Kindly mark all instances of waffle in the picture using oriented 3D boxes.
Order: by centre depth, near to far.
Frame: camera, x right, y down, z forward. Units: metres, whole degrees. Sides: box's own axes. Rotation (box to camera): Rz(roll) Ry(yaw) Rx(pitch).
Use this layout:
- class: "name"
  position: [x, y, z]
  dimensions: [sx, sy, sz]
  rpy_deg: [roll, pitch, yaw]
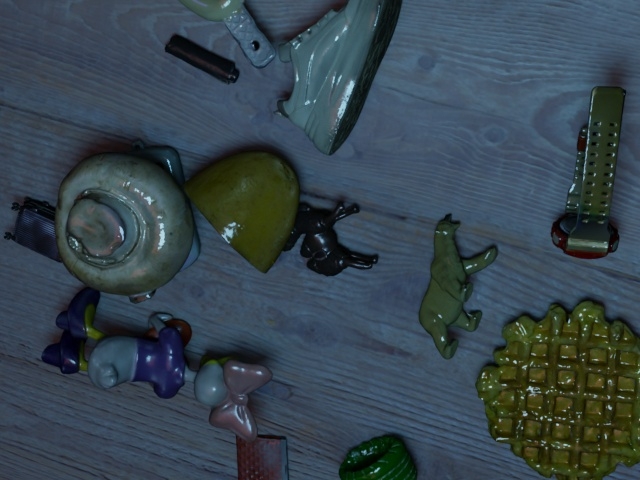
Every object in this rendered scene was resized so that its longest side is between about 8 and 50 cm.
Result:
- class: "waffle"
  position: [0.415, 0.258, 1.470]
  dimensions: [0.325, 0.068, 0.302]
  rpy_deg: [46, 111, -1]

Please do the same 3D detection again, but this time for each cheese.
- class: "cheese"
  position: [-0.150, -0.371, 1.397]
  dimensions: [0.127, 0.050, 0.235]
  rpy_deg: [-35, 80, 12]

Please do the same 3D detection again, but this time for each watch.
- class: "watch"
  position: [0.405, -0.105, 1.304]
  dimensions: [0.102, 0.165, 0.268]
  rpy_deg: [5, 110, 11]

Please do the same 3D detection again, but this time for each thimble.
- class: "thimble"
  position: [0.100, 0.413, 1.568]
  dimensions: [0.130, 0.118, 0.090]
  rpy_deg: [-18, 108, 45]

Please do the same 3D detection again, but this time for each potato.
- class: "potato"
  position: [-0.107, -0.068, 1.449]
  dimensions: [0.158, 0.178, 0.203]
  rpy_deg: [-40, 55, 7]

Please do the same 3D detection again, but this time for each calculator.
- class: "calculator"
  position: [-0.295, -0.056, 1.554]
  dimensions: [0.141, 0.045, 0.246]
  rpy_deg: [-7, 104, 15]

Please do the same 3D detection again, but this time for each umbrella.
- class: "umbrella"
  position: [-0.195, -0.300, 1.460]
  dimensions: [0.133, 0.031, 0.036]
  rpy_deg: [28, 113, 3]

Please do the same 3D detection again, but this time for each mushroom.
- class: "mushroom"
  position: [-0.327, -0.020, 1.453]
  dimensions: [0.254, 0.184, 0.255]
  rpy_deg: [0, 94, 5]

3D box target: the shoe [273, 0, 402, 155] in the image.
- class: "shoe"
  position: [0.012, -0.299, 1.369]
  dimensions: [0.159, 0.124, 0.316]
  rpy_deg: [24, 110, 14]

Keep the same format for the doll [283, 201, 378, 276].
- class: "doll"
  position: [0.000, 0.000, 1.496]
  dimensions: [0.165, 0.057, 0.139]
  rpy_deg: [-15, 105, 26]

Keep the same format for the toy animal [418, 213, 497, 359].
- class: "toy animal"
  position: [0.214, 0.075, 1.457]
  dimensions: [0.101, 0.103, 0.219]
  rpy_deg: [24, 117, 31]

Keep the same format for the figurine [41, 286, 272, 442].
- class: "figurine"
  position: [-0.289, 0.217, 1.559]
  dimensions: [0.420, 0.193, 0.154]
  rpy_deg: [14, 106, 4]

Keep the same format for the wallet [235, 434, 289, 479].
- class: "wallet"
  position: [-0.109, 0.460, 1.682]
  dimensions: [0.103, 0.020, 0.196]
  rpy_deg: [1, 107, 12]

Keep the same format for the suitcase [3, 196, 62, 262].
- class: "suitcase"
  position: [-0.501, -0.018, 1.606]
  dimensions: [0.126, 0.059, 0.086]
  rpy_deg: [24, 112, 5]
